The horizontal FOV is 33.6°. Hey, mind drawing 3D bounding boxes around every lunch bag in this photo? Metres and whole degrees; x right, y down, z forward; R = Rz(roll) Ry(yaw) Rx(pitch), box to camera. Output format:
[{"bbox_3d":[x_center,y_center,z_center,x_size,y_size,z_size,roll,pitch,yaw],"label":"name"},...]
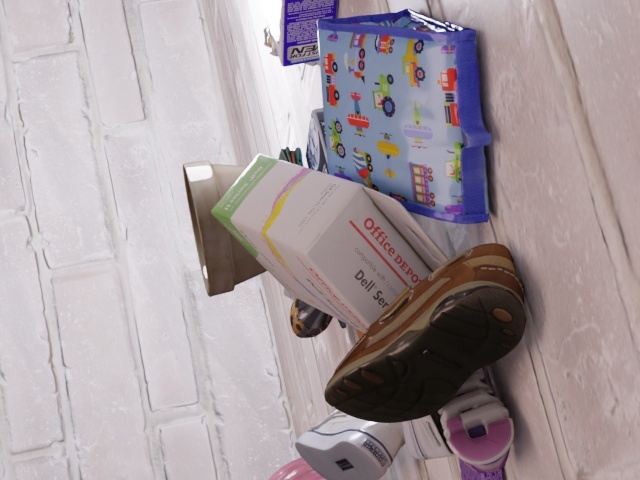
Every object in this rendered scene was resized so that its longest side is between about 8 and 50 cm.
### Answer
[{"bbox_3d":[0.113,-0.151,1.272,0.293,0.138,0.221,-143,45,-63],"label":"lunch bag"}]

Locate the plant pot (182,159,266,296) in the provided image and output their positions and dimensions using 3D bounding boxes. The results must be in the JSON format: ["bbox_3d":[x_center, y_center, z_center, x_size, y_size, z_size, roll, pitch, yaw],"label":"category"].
[{"bbox_3d":[-0.161,-0.047,2.518,0.323,0.280,0.323,170,90,-80],"label":"plant pot"}]

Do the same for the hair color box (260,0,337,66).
[{"bbox_3d":[-0.038,-0.483,1.821,0.339,0.110,0.185,97,159,-57],"label":"hair color box"}]

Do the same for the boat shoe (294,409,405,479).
[{"bbox_3d":[0.072,0.366,2.017,0.136,0.156,0.367,46,156,-1],"label":"boat shoe"}]

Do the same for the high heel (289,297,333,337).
[{"bbox_3d":[0.024,0.034,1.732,0.186,0.093,0.261,-57,6,48],"label":"high heel"}]

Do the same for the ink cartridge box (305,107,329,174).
[{"bbox_3d":[0.017,-0.123,2.087,0.206,0.045,0.208,103,153,-68],"label":"ink cartridge box"}]

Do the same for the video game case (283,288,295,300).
[{"bbox_3d":[0.008,-0.024,1.831,0.232,0.041,0.210,-61,-7,-18],"label":"video game case"}]

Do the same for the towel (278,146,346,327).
[{"bbox_3d":[0.000,0.000,2.147,0.370,0.040,0.271,65,170,3],"label":"towel"}]

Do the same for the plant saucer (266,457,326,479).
[{"bbox_3d":[-0.001,0.631,2.272,0.084,0.332,0.332,-5,96,58],"label":"plant saucer"}]

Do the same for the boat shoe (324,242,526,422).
[{"bbox_3d":[0.126,0.113,1.250,0.324,0.122,0.120,-39,27,43],"label":"boat shoe"}]

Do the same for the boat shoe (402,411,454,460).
[{"bbox_3d":[0.154,0.216,1.577,0.075,0.083,0.226,-8,104,37],"label":"boat shoe"}]

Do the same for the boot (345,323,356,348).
[{"bbox_3d":[0.081,0.091,1.849,0.123,0.095,0.258,93,173,-77],"label":"boot"}]

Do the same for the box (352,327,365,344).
[{"bbox_3d":[0.108,0.155,1.701,0.130,0.091,0.171,116,143,-74],"label":"box"}]

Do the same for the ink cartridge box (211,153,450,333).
[{"bbox_3d":[0.023,0.016,1.403,0.207,0.119,0.353,47,167,-30],"label":"ink cartridge box"}]

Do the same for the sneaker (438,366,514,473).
[{"bbox_3d":[0.181,0.195,1.337,0.104,0.095,0.236,63,-170,-48],"label":"sneaker"}]

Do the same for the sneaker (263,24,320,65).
[{"bbox_3d":[-0.053,-0.383,2.064,0.229,0.092,0.087,-130,32,-70],"label":"sneaker"}]

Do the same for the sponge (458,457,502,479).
[{"bbox_3d":[0.221,0.345,1.422,0.117,0.031,0.210,-166,66,-81],"label":"sponge"}]
